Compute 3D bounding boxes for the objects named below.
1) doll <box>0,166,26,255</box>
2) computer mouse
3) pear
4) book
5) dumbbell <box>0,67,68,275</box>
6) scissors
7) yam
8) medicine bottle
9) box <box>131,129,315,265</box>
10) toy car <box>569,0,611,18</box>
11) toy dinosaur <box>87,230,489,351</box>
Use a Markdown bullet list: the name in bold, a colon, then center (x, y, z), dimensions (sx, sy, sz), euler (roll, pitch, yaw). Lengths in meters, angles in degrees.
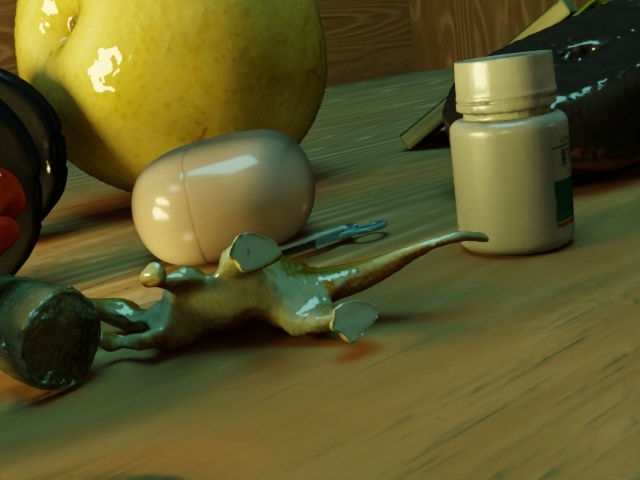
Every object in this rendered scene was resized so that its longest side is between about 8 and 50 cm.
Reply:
- **doll**: center (-0.233, 0.036, 0.410), dimensions (0.142, 0.076, 0.245), euler (-16, 30, 16)
- **computer mouse**: center (0.264, -0.141, 0.799), dimensions (0.323, 0.116, 0.183), euler (-26, 39, -16)
- **pear**: center (-0.165, -0.210, 0.946), dimensions (0.348, 0.349, 0.348), euler (-7, 13, 2)
- **book**: center (0.235, -0.229, 1.143), dimensions (0.264, 0.027, 0.202), euler (-40, 0, 24)
- **dumbbell**: center (-0.314, -0.060, 0.702), dimensions (0.185, 0.185, 0.388), euler (-10, 14, -10)
- **scissors**: center (0.000, 0.000, 0.643), dimensions (0.058, 0.014, 0.119), euler (-4, 10, 43)
- **yam**: center (-0.170, 0.046, 0.462), dimensions (0.054, 0.054, 0.132), euler (-19, 17, -41)
- **medicine bottle**: center (0.130, -0.061, 0.573), dimensions (0.080, 0.131, 0.080), euler (-6, 13, 2)
- **box**: center (-0.077, -0.039, 0.678), dimensions (0.145, 0.088, 0.200), euler (-14, 11, -1)
- **toy car**: center (0.402, -0.199, 0.974), dimensions (0.200, 0.142, 0.247), euler (-38, 44, -23)
- **toy dinosaur**: center (-0.026, 0.034, 0.473), dimensions (0.212, 0.057, 0.142), euler (0, -10, -22)
